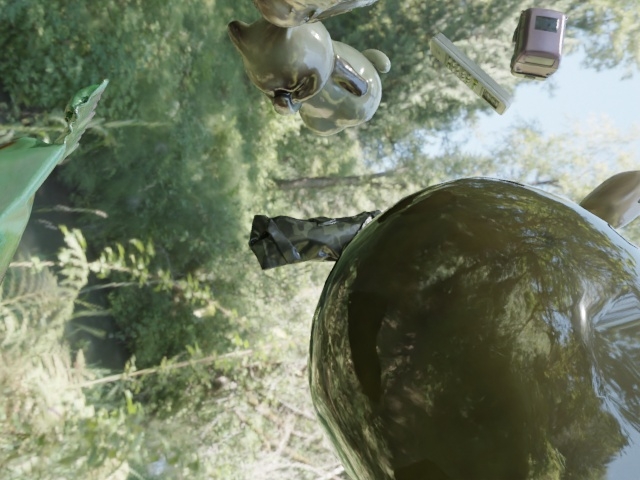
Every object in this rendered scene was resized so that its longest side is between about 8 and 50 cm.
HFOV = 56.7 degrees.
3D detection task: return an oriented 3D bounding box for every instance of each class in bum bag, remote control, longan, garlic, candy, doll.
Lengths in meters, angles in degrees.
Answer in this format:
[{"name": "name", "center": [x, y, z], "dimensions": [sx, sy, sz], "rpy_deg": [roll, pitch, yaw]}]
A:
[{"name": "bum bag", "center": [0.000, 0.000, 1.401], "dimensions": [0.095, 0.340, 0.144], "rpy_deg": [104, -17, -67]}, {"name": "remote control", "center": [0.367, -0.408, 1.453], "dimensions": [0.250, 0.034, 0.103], "rpy_deg": [44, 5, 7]}, {"name": "longan", "center": [0.158, 0.131, 0.572], "dimensions": [0.404, 0.336, 0.405], "rpy_deg": [-170, -90, -70]}, {"name": "garlic", "center": [0.002, -0.397, 0.832], "dimensions": [0.245, 0.244, 0.161], "rpy_deg": [-128, -164, -79]}, {"name": "candy", "center": [-0.366, 0.003, 0.591], "dimensions": [0.262, 0.398, 0.172], "rpy_deg": [6, -41, 55]}, {"name": "doll", "center": [-0.014, -0.373, 1.340], "dimensions": [0.215, 0.370, 0.226], "rpy_deg": [1, -95, 42]}]

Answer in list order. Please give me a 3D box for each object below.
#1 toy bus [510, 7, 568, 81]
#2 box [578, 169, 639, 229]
[{"name": "toy bus", "center": [0.670, -0.610, 1.819], "dimensions": [0.142, 0.141, 0.203], "rpy_deg": [80, 21, -74]}, {"name": "box", "center": [0.720, -0.097, 1.442], "dimensions": [0.088, 0.200, 0.146], "rpy_deg": [57, -16, -11]}]
